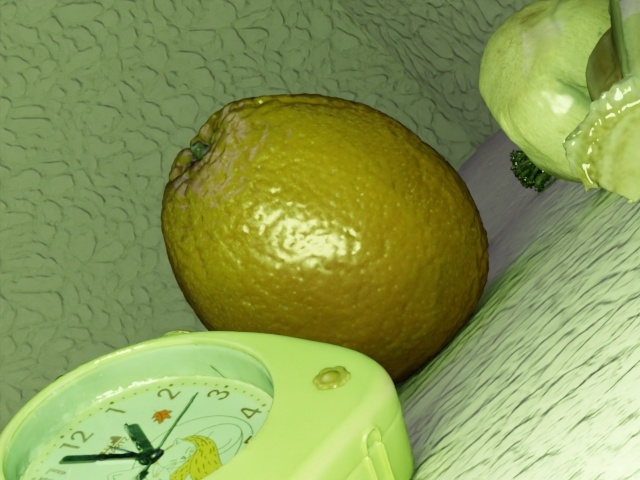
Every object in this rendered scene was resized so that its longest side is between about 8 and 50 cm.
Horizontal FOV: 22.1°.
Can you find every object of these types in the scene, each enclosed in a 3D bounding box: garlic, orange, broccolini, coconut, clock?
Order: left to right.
[{"bbox_3d":[-0.126,0.188,1.312,0.348,0.117,0.286,7,36,37],"label":"clock"},{"bbox_3d":[0.000,0.000,1.799,0.322,0.357,0.322,-47,14,15],"label":"orange"},{"bbox_3d":[0.318,-0.108,2.184,0.058,0.067,0.216,-49,11,-16],"label":"broccolini"},{"bbox_3d":[0.284,-0.157,1.724,0.224,0.224,0.224,-45,1,1],"label":"coconut"},{"bbox_3d":[0.336,-0.149,1.452,0.292,0.210,0.237,-52,-28,-47],"label":"garlic"}]
